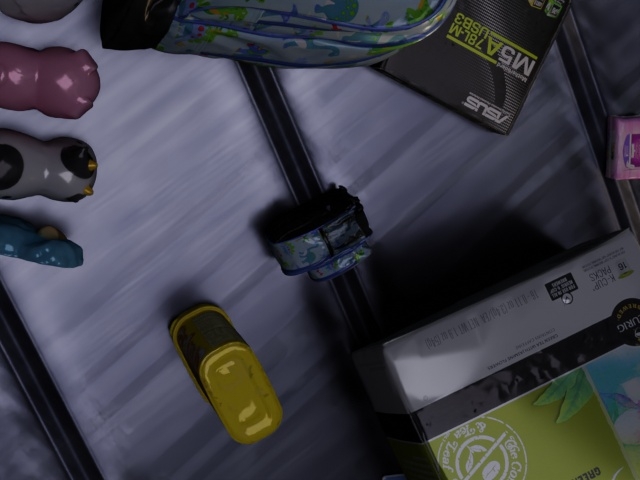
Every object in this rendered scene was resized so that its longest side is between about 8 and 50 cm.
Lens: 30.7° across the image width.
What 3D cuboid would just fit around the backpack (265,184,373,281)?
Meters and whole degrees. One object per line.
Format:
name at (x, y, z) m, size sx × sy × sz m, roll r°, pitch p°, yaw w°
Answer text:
backpack at (0.000, 0.000, 1.364) m, size 0.114 × 0.105 × 0.084 m, roll -26°, pitch 105°, yaw -5°

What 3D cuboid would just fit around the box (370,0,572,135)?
box at (0.183, -0.248, 1.403) m, size 0.190 × 0.045 × 0.184 m, roll 26°, pitch 90°, yaw -19°

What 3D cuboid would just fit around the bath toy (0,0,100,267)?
bath toy at (-0.295, -0.151, 1.237) m, size 0.151 × 0.129 × 0.348 m, roll -5°, pitch 105°, yaw -50°

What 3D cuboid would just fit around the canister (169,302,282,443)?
canister at (-0.108, 0.149, 1.325) m, size 0.073 × 0.170 × 0.126 m, roll -28°, pitch 107°, yaw -10°

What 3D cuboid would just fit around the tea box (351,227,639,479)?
tea box at (0.259, 0.206, 1.373) m, size 0.329 × 0.220 × 0.323 m, roll -25°, pitch 87°, yaw -10°

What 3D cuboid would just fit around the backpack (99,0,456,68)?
backpack at (-0.022, -0.312, 1.239) m, size 0.355 × 0.273 × 0.290 m, roll 15°, pitch 77°, yaw -31°

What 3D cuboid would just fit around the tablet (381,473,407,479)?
tablet at (0.119, 0.327, 1.512) m, size 0.083 × 0.006 × 0.054 m, roll -2°, pitch 101°, yaw -17°

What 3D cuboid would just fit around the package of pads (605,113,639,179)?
package of pads at (0.395, -0.121, 1.496) m, size 0.050 × 0.032 × 0.083 m, roll -4°, pitch 101°, yaw -14°
